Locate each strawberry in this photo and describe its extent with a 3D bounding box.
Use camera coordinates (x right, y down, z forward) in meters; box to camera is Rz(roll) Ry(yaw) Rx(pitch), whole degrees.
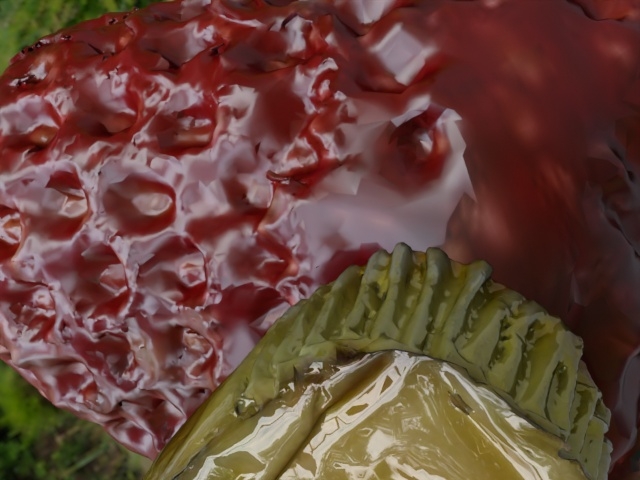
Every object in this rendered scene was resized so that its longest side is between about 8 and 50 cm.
[{"bbox_3d":[0.000,0.000,0.617,0.295,0.345,0.317,-103,21,-59],"label":"strawberry"}]

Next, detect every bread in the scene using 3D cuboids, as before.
[{"bbox_3d":[0.009,0.096,0.440,0.132,0.114,0.190,43,114,-3],"label":"bread"}]
